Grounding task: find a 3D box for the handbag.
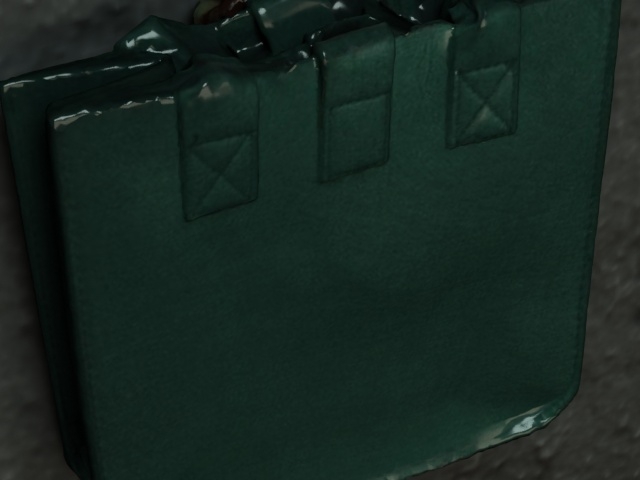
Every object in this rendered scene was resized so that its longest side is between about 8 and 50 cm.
[{"bbox_3d":[-0.002,-0.001,0.846,0.268,0.100,0.274,-19,131,-17],"label":"handbag"}]
